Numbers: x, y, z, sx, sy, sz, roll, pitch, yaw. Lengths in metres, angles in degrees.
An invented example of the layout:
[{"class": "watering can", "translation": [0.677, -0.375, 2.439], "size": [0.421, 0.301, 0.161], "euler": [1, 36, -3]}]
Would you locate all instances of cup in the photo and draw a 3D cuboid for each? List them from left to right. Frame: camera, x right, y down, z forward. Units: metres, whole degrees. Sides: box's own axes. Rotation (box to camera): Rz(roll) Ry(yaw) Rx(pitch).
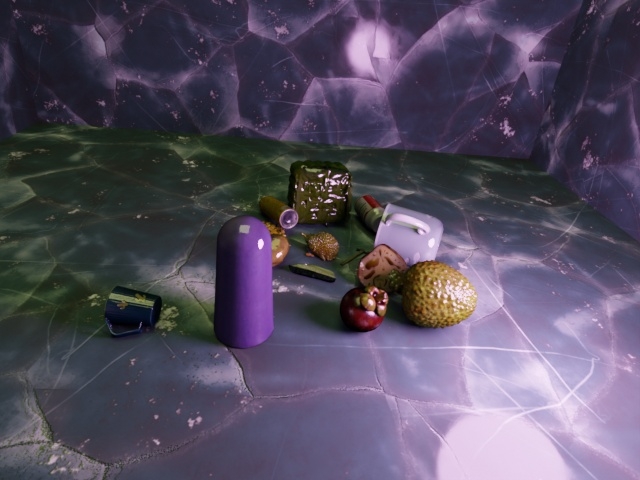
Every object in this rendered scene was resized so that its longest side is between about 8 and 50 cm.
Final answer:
[{"class": "cup", "translation": [-0.651, 0.252, 1.498], "size": [0.155, 0.131, 0.177], "euler": [8, 59, -3]}, {"class": "cup", "translation": [0.404, -0.030, 1.949], "size": [0.274, 0.357, 0.260], "euler": [17, 75, 12]}]

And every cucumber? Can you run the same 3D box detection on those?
[{"class": "cucumber", "translation": [-0.029, 0.135, 1.874], "size": [0.219, 0.046, 0.070], "euler": [16, 29, 14]}]

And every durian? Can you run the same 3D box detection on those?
[{"class": "durian", "translation": [0.000, 0.000, 2.036], "size": [0.208, 0.103, 0.146], "euler": [27, 40, 16]}]

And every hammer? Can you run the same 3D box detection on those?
[{"class": "hammer", "translation": [0.153, 0.077, 2.034], "size": [0.062, 0.017, 0.182], "euler": [27, 37, 33]}]

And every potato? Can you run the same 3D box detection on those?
[{"class": "potato", "translation": [-0.210, 0.040, 1.927], "size": [0.137, 0.137, 0.176], "euler": [11, 33, 9]}]

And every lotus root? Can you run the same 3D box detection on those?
[{"class": "lotus root", "translation": [0.264, 0.122, 1.865], "size": [0.188, 0.199, 0.180], "euler": [51, 6, 4]}]

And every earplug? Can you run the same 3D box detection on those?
[{"class": "earplug", "translation": [-0.253, 0.127, 1.439], "size": [0.215, 0.456, 0.215], "euler": [5, 33, -3]}]

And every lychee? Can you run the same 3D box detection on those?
[{"class": "lychee", "translation": [0.420, 0.201, 1.627], "size": [0.319, 0.270, 0.270], "euler": [-9, 28, 12]}]

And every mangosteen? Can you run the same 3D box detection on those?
[{"class": "mangosteen", "translation": [0.166, 0.241, 1.576], "size": [0.199, 0.200, 0.200], "euler": [4, 30, -3]}]

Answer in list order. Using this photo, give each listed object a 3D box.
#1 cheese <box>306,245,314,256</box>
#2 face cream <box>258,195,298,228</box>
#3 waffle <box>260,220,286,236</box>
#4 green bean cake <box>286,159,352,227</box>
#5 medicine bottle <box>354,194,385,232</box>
[{"class": "cheese", "translation": [-0.045, 0.046, 2.052], "size": [0.047, 0.017, 0.111], "euler": [4, 30, 2]}, {"class": "face cream", "translation": [-0.237, -0.161, 2.260], "size": [0.104, 0.105, 0.348], "euler": [-11, 24, -27]}, {"class": "waffle", "translation": [-0.290, -0.037, 2.123], "size": [0.231, 0.051, 0.229], "euler": [-2, 28, -15]}, {"class": "green bean cake", "translation": [-0.008, -0.243, 2.264], "size": [0.318, 0.335, 0.218], "euler": [-4, 22, -12]}, {"class": "medicine bottle", "translation": [0.278, -0.144, 2.324], "size": [0.131, 0.131, 0.250], "euler": [-4, 31, -17]}]
